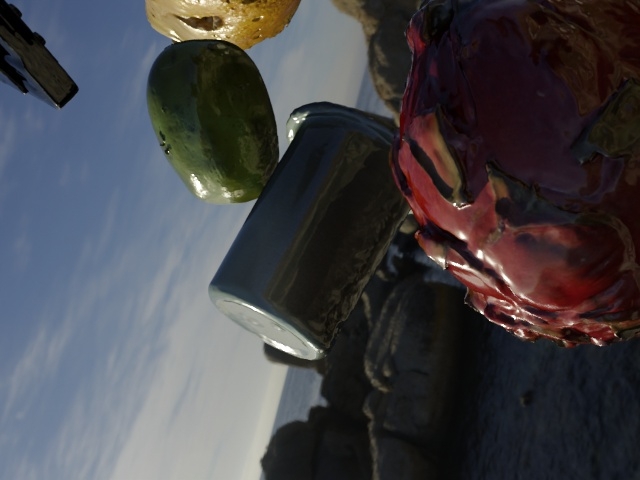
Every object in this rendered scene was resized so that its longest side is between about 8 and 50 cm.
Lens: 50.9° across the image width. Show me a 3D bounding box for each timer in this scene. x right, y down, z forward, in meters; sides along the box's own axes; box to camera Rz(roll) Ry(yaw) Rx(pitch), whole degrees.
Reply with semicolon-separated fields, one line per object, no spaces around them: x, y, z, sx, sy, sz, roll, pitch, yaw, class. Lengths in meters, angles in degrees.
-0.325;-0.204;0.628;0.055;0.144;0.187;-52;-29;-13;timer

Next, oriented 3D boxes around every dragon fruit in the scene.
0.200;-0.067;0.574;0.277;0.277;0.343;-76;-32;-63;dragon fruit

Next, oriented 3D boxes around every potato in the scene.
-0.179;-0.199;1.152;0.216;0.215;0.304;-76;-28;-42;potato

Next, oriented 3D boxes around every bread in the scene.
-0.176;-0.532;1.366;0.361;0.250;0.394;-33;10;-7;bread

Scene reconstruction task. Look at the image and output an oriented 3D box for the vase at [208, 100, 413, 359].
0.000;0.000;0.909;0.291;0.245;0.245;-62;-5;-21;vase
